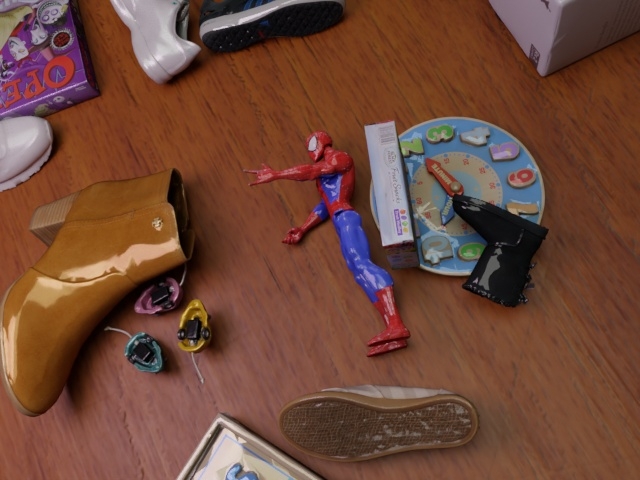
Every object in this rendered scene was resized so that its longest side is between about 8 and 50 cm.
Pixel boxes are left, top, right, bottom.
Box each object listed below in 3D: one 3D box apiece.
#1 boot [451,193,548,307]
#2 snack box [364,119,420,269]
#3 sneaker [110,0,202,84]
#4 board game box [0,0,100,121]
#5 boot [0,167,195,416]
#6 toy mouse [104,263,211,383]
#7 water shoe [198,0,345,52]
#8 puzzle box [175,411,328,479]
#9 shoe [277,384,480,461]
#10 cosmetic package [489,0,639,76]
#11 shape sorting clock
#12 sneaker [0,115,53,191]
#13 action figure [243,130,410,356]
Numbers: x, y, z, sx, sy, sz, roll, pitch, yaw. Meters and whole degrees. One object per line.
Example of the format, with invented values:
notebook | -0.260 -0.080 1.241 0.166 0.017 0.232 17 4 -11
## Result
boot | 0.187 0.013 0.805 0.121 0.045 0.099 23 92 -2
snack box | 0.081 -0.048 0.803 0.037 0.100 0.141 -10 71 10
sneaker | -0.229 -0.323 1.002 0.094 0.080 0.212 -30 78 11
board game box | -0.505 -0.240 1.045 0.347 0.056 0.208 -20 73 3
boot | -0.254 0.049 0.856 0.211 0.104 0.295 -12 59 15
toy mouse | -0.193 0.104 0.874 0.143 0.031 0.160 -11 64 19
water shoe | -0.070 -0.319 0.978 0.203 0.073 0.080 -11 67 6
puzzle box | -0.103 0.421 0.741 0.272 0.052 0.408 28 78 18
shoe | 0.063 0.197 0.791 0.219 0.058 0.076 -3 91 13
cosmetic package | 0.318 -0.327 0.869 0.184 0.151 0.151 -25 69 0
shape sorting clock | 0.161 -0.057 0.863 0.206 0.040 0.206 -3 71 9
sneaker | -0.477 -0.114 0.970 0.235 0.095 0.090 -21 67 1
action figure | 0.000 0.000 0.844 0.139 0.091 0.280 -13 69 -4
